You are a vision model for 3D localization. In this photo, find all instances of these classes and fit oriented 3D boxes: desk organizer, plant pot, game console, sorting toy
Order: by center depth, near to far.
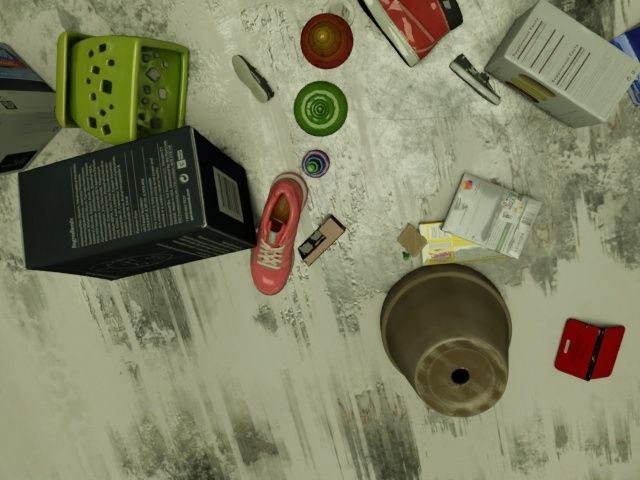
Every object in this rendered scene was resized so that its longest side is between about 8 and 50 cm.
[{"bbox_3d":[-0.438,-0.333,1.140,0.207,0.228,0.227,12,107,8],"label":"plant pot"},{"bbox_3d":[-0.002,-0.314,1.150,0.127,0.126,0.365,6,105,4],"label":"sorting toy"},{"bbox_3d":[0.300,0.243,1.196,0.323,0.280,0.323,1,104,5],"label":"plant pot"},{"bbox_3d":[0.217,0.011,1.267,0.062,0.012,0.083,46,126,15],"label":"sorting toy"},{"bbox_3d":[0.000,0.000,1.277,0.050,0.047,0.130,44,105,-5],"label":"desk organizer"},{"bbox_3d":[0.673,0.269,1.303,0.124,0.085,0.144,18,109,33],"label":"game console"}]

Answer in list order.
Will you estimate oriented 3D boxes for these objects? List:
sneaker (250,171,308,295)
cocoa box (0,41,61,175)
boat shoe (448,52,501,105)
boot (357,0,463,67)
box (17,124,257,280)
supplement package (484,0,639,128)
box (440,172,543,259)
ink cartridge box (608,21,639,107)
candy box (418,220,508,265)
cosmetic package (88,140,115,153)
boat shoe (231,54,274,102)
[{"bbox_3d":[-0.115,-0.005,1.240,0.116,0.136,0.313,14,106,3],"label":"sneaker"},{"bbox_3d":[-0.769,-0.280,1.117,0.231,0.347,0.228,-42,97,14],"label":"cocoa box"},{"bbox_3d":[0.347,-0.354,1.145,0.142,0.049,0.040,39,105,-3],"label":"boat shoe"},{"bbox_3d":[0.184,-0.519,1.098,0.176,0.088,0.244,-40,106,14],"label":"boot"},{"bbox_3d":[-0.382,-0.060,1.140,0.396,0.293,0.211,-13,79,9],"label":"box"},{"bbox_3d":[0.492,-0.356,1.076,0.244,0.139,0.133,32,96,-3],"label":"supplement package"},{"bbox_3d":[0.392,-0.056,1.203,0.186,0.038,0.145,21,94,5],"label":"box"},{"bbox_3d":[0.788,-0.433,1.073,0.333,0.065,0.165,-33,101,14],"label":"ink cartridge box"},{"bbox_3d":[0.343,-0.001,1.253,0.206,0.027,0.105,-5,105,7],"label":"candy box"},{"bbox_3d":[-0.520,-0.211,1.271,0.115,0.041,0.060,-40,98,14],"label":"cosmetic package"},{"bbox_3d":[-0.153,-0.374,1.193,0.125,0.038,0.046,51,146,-3],"label":"boat shoe"}]
